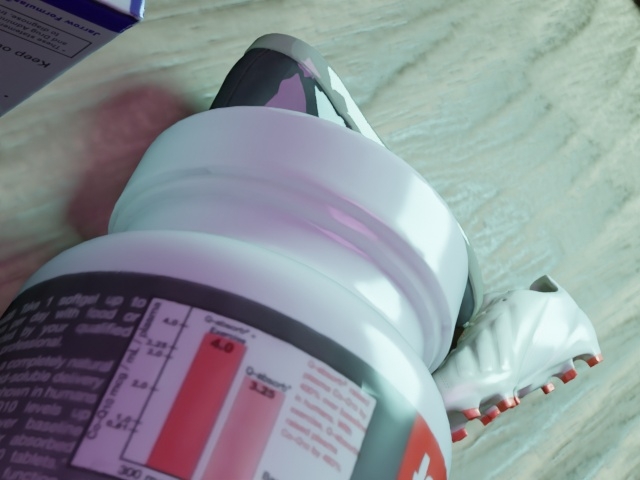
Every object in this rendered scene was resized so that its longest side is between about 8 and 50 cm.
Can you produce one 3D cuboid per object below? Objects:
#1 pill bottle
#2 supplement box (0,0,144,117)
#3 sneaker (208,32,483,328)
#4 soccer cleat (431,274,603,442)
[{"bbox_3d":[-0.064,0.128,0.512,0.210,0.210,0.363,42,50,-24],"label":"pill bottle"},{"bbox_3d":[-0.172,-0.108,0.496,0.114,0.220,0.111,19,61,-37],"label":"supplement box"},{"bbox_3d":[0.000,0.000,0.736,0.222,0.083,0.118,49,62,-23],"label":"sneaker"},{"bbox_3d":[0.109,0.074,0.814,0.196,0.068,0.076,-16,70,-47],"label":"soccer cleat"}]
